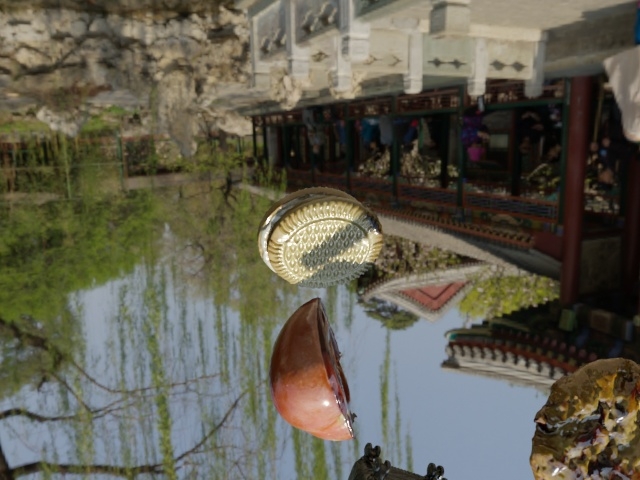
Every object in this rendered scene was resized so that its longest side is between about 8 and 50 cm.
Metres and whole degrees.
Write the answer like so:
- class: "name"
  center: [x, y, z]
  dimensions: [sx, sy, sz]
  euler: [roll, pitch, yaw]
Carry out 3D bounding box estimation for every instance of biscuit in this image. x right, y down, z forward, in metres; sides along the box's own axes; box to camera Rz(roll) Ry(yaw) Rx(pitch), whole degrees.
- class: "biscuit"
  center: [0.000, 0.000, 1.136]
  dimensions: [0.259, 0.259, 0.079]
  euler: [-3, -140, -11]
- class: "biscuit"
  center: [0.507, 0.374, 0.961]
  dimensions: [0.289, 0.334, 0.081]
  euler: [-16, -172, -14]

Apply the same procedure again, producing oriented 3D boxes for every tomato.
- class: "tomato"
  center: [-0.021, 0.193, 0.822]
  dimensions: [0.112, 0.228, 0.199]
  euler: [-13, -140, 2]

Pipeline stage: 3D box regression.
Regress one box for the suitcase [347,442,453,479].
- class: "suitcase"
  center: [0.121, 0.571, 1.057]
  dimensions: [0.202, 0.312, 0.128]
  euler: [21, 180, -11]
